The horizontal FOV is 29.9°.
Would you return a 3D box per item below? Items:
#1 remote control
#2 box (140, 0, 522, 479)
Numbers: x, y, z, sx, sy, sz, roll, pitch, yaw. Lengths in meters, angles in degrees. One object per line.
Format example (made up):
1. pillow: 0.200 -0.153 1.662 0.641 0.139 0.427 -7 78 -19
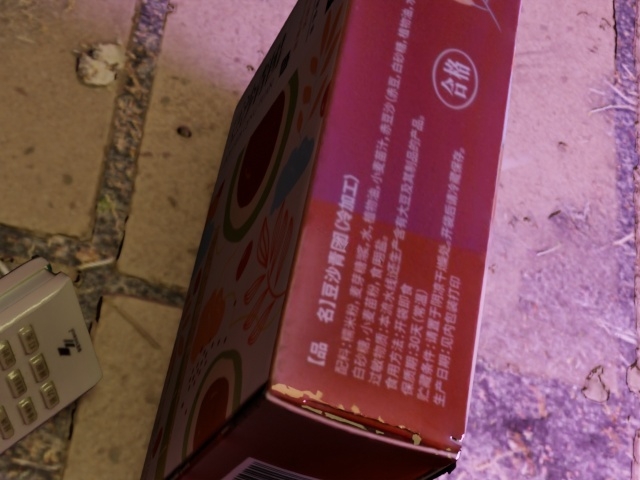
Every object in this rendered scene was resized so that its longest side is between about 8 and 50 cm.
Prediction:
1. remote control: -0.277 0.128 0.810 0.055 0.103 0.277 26 50 37
2. box: 0.000 0.000 0.845 0.122 0.344 0.385 18 61 -13
